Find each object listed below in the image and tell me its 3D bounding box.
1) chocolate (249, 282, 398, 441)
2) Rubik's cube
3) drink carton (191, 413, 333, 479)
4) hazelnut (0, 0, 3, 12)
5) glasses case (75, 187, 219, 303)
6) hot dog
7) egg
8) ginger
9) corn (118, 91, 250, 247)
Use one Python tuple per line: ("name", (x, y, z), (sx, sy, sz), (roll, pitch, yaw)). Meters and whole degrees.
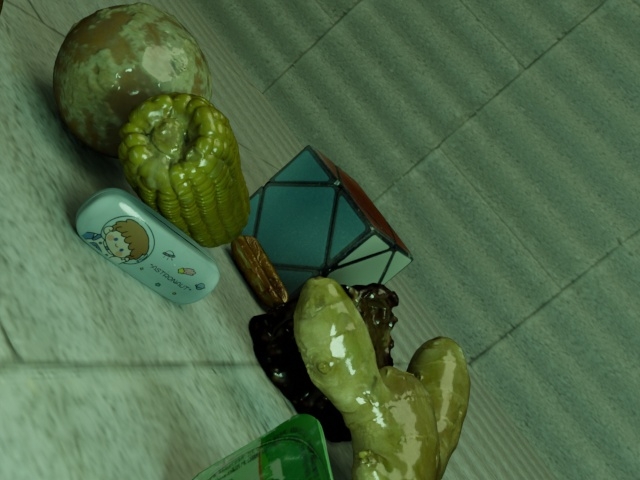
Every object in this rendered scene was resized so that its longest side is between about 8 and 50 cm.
("chocolate", (0.040, 0.140, 0.956), (0.206, 0.177, 0.224), (55, 13, 28))
("Rubik's cube", (0.000, 0.000, 1.193), (0.205, 0.205, 0.207), (55, 13, 26))
("drink carton", (-0.018, 0.242, 0.505), (0.142, 0.144, 0.146), (55, 7, -31))
("hazelnut", (-0.370, -0.252, 0.550), (0.229, 0.229, 0.229), (48, 11, -12))
("glasses case", (-0.185, 0.010, 0.765), (0.178, 0.067, 0.045), (42, 14, -36))
("hot dog", (-0.094, 0.051, 1.072), (0.062, 0.038, 0.144), (8, 44, -56))
("egg", (-0.245, -0.202, 0.909), (0.203, 0.203, 0.245), (47, 18, -17))
("ginger", (0.096, 0.250, 0.820), (0.363, 0.122, 0.349), (40, 41, -54))
("corn", (-0.152, -0.067, 0.855), (0.131, 0.131, 0.344), (52, -8, 11))
